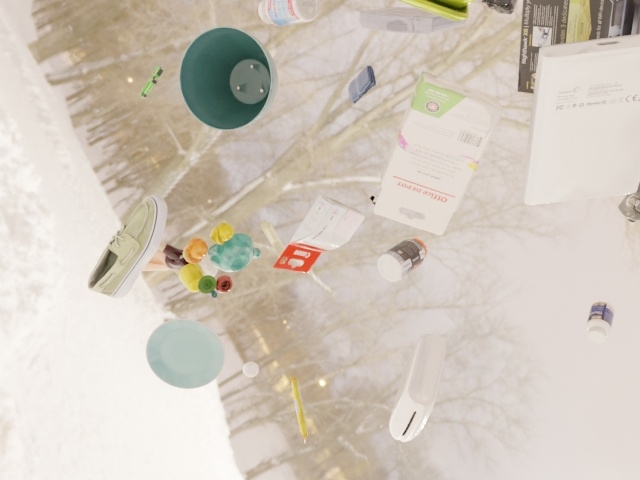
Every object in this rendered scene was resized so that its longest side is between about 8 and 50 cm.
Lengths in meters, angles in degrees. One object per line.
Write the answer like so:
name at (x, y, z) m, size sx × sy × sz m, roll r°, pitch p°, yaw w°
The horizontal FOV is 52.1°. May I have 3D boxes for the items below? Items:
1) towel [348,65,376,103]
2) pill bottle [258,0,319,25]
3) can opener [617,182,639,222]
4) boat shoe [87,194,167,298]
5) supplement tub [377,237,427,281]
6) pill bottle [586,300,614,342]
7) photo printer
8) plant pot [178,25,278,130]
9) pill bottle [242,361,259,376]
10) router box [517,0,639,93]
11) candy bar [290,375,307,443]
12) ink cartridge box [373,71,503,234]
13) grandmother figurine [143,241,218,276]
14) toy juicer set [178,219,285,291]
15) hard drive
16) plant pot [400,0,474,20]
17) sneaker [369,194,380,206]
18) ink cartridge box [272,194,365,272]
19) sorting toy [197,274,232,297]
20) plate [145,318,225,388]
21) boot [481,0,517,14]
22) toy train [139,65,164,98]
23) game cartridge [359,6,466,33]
towel at (0.122, -0.462, 1.942) m, size 0.119 × 0.029 × 0.067 m, roll -36°, pitch -124°, yaw 57°
pill bottle at (-0.085, -0.596, 1.676) m, size 0.160 × 0.087 × 0.087 m, roll 10°, pitch -44°, yaw 46°
can opener at (0.964, -0.177, 1.869) m, size 0.076 × 0.283 × 0.095 m, roll 42°, pitch 16°, yaw 32°
boat shoe at (-0.481, 0.020, 1.636) m, size 0.094 × 0.302 × 0.109 m, roll 13°, pitch 22°, yaw -47°
supplement tub at (0.310, 0.067, 2.447) m, size 0.117 × 0.190 × 0.117 m, roll 22°, pitch -54°, yaw 35°
pill bottle at (0.807, 0.237, 1.894) m, size 0.067 × 0.120 × 0.067 m, roll 18°, pitch -44°, yaw 19°
photo printer at (0.319, 0.498, 2.173) m, size 0.107 × 0.307 × 0.256 m, roll 20°, pitch -47°, yaw 5°
plant pot at (-0.244, -0.476, 1.948) m, size 0.290 × 0.290 × 0.195 m, roll 59°, pitch 21°, yaw -1°
pill bottle at (-0.197, 0.365, 1.858) m, size 0.043 × 0.043 × 0.083 m, roll 59°, pitch -13°, yaw 2°
router box at (0.544, -0.448, 1.354) m, size 0.243 × 0.081 × 0.309 m, roll 21°, pitch -51°, yaw 38°
candy bar at (-0.050, 0.407, 1.584) m, size 0.040 × 0.018 × 0.161 m, roll 78°, pitch -1°, yaw -80°
ink cartridge box at (0.279, -0.210, 1.626) m, size 0.119 × 0.207 × 0.353 m, roll -79°, pitch -171°, yaw -62°
grandmother figurine at (-0.485, 0.066, 2.133) m, size 0.208 × 0.342 × 0.104 m, roll 49°, pitch 50°, yaw -66°
toy juicer set at (-0.246, 0.010, 1.849) m, size 0.089 × 0.329 × 0.209 m, roll 54°, pitch -27°, yaw 37°
hard drive at (0.525, -0.222, 1.265) m, size 0.353 × 0.233 × 0.047 m, roll 79°, pitch 6°, yaw -45°
plant pot at (0.289, -0.666, 1.539) m, size 0.207 × 0.227 × 0.228 m, roll 120°, pitch -21°, yaw -51°
sneaker at (0.199, -0.117, 2.226) m, size 0.040 × 0.043 × 0.109 m, roll -66°, pitch -149°, yaw 32°
ink cartridge box at (0.000, 0.000, 1.748) m, size 0.066 × 0.232 × 0.189 m, roll 36°, pitch 10°, yaw 29°
sorting toy at (-0.283, 0.116, 1.726) m, size 0.042 × 0.102 × 0.061 m, roll 28°, pitch -73°, yaw 54°
plate at (-0.317, 0.265, 1.549) m, size 0.188 × 0.188 × 0.024 m, roll 61°, pitch 10°, yaw -16°
boot at (0.565, -0.758, 1.892) m, size 0.094 × 0.246 × 0.207 m, roll 28°, pitch -69°, yaw 42°
toy train at (-0.377, -0.352, 1.462) m, size 0.017 × 0.083 × 0.023 m, roll 29°, pitch 8°, yaw -39°
game cartridge at (0.275, -0.687, 2.041) m, size 0.297 × 0.198 × 0.062 m, roll 23°, pitch -50°, yaw 42°
